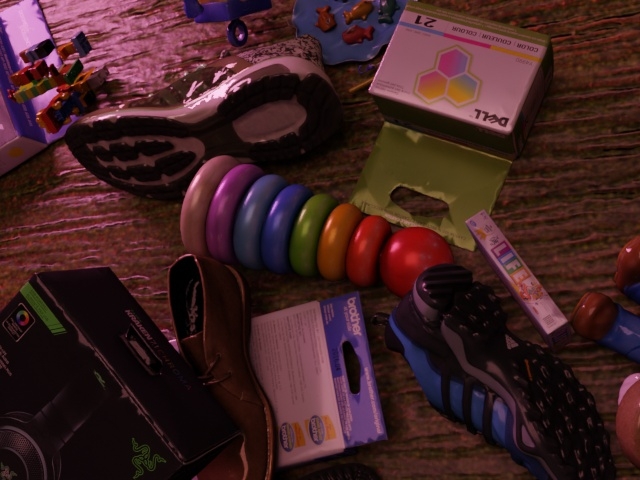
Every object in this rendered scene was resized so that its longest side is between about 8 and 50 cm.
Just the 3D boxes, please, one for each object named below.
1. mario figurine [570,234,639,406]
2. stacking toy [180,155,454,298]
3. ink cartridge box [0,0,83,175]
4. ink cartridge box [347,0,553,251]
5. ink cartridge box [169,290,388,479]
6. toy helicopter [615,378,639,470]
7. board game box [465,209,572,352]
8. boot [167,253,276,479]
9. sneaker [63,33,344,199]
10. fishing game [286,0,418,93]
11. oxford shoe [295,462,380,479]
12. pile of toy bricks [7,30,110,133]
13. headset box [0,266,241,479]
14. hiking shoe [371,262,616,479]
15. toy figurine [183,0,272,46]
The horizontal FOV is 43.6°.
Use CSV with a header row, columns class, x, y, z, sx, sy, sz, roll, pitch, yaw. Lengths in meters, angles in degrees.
class,x,y,z,sx,sy,sz,roll,pitch,yaw
mario figurine,0.409,0.112,0.762,0.320,0.170,0.198,36,117,33
stacking toy,0.000,0.000,0.981,0.330,0.141,0.141,17,78,19
ink cartridge box,-0.565,-0.233,1.290,0.307,0.072,0.303,-31,65,7
ink cartridge box,0.151,-0.140,0.983,0.189,0.097,0.255,21,82,21
ink cartridge box,-0.076,0.189,0.974,0.311,0.065,0.185,-18,66,16
toy helicopter,0.380,0.213,0.596,0.355,0.140,0.235,25,89,0
board game box,0.222,0.046,0.893,0.026,0.103,0.154,-34,64,6
boot,-0.127,0.160,0.908,0.112,0.115,0.305,-16,68,12
sneaker,-0.159,-0.182,1.116,0.411,0.158,0.182,-10,42,17
fishing game,0.043,-0.334,1.127,0.189,0.041,0.264,-22,66,8
oxford shoe,-0.031,0.329,0.900,0.227,0.096,0.082,-30,67,-15
pile of toy bricks,-0.399,-0.227,1.158,0.105,0.118,0.212,-17,30,15
headset box,-0.261,0.198,0.845,0.283,0.131,0.246,-44,77,15
hiking shoe,0.192,0.168,0.875,0.304,0.113,0.132,53,138,13
toy figurine,-0.144,-0.386,1.146,0.191,0.362,0.217,-5,109,32
